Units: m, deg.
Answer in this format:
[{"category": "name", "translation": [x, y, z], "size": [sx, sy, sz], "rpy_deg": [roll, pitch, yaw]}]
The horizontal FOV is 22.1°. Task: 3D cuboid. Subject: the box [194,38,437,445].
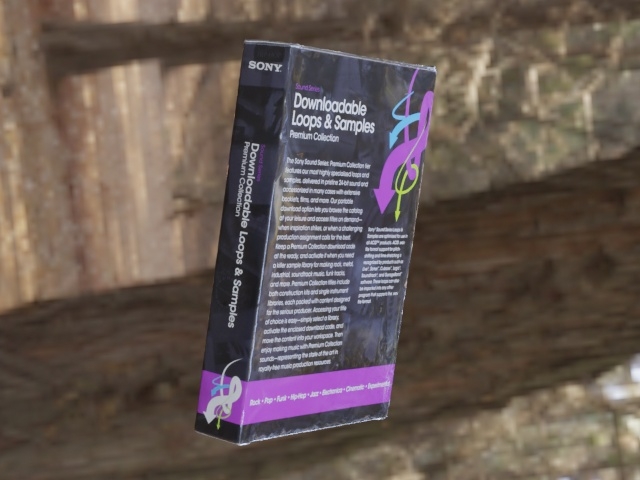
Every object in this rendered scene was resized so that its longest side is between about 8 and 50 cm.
[{"category": "box", "translation": [0.000, 0.000, 0.694], "size": [0.116, 0.029, 0.162], "rpy_deg": [1, 100, -56]}]
